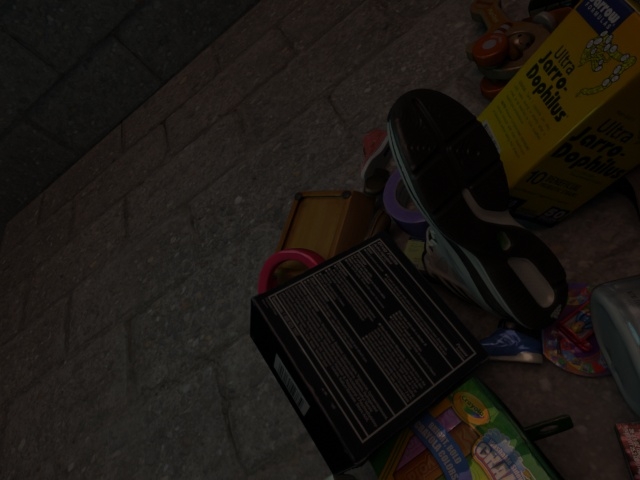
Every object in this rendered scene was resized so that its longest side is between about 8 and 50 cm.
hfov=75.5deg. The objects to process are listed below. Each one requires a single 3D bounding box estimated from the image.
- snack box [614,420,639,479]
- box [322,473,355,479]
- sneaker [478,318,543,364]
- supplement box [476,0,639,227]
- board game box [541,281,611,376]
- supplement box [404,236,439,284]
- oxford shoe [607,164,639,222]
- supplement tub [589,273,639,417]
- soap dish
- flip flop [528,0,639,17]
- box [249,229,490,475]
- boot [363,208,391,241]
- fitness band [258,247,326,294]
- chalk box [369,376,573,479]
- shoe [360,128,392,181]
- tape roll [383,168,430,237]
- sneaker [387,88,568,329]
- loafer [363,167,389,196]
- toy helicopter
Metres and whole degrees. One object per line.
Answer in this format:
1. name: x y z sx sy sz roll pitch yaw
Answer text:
1. snack box: 0.526 0.349 0.547 0.174 0.070 0.207 -16 56 26
2. box: -0.040 0.567 0.782 0.275 0.094 0.113 -41 47 8
3. sneaker: 0.332 0.185 0.781 0.151 0.058 0.085 -4 67 27
4. supplement box: 0.450 -0.213 0.740 0.357 0.193 0.196 125 146 -46
5. board game box: 0.461 0.146 0.718 0.133 0.033 0.169 2 64 21
6. supplement box: 0.235 0.045 0.935 0.083 0.056 0.083 10 69 37
7. oxford shoe: 0.570 -0.192 0.807 0.132 0.130 0.364 -33 49 21
8. supplement tub: 0.579 0.117 0.548 0.337 0.207 0.207 -18 55 18
9. soap dish: 0.000 0.000 1.080 0.228 0.118 0.291 4 67 35
10. flip flop: 0.659 -0.591 1.010 0.276 0.112 0.080 21 62 46
11. box: 0.072 0.188 0.741 0.293 0.183 0.296 -26 65 -24
12. boot: 0.141 0.076 0.966 0.115 0.112 0.306 8 74 19
13. fitness band: -0.050 0.163 0.971 0.208 0.054 0.292 -2 94 32
14. chalk box: 0.258 0.349 0.648 0.288 0.180 0.179 -40 43 6
15. shoe: 0.146 -0.242 1.166 0.081 0.063 0.178 21 71 42
16. tape roll: 0.253 -0.106 0.998 0.188 0.080 0.189 -17 55 26
17. sneaker: 0.219 -0.036 0.756 0.169 0.448 0.257 -38 10 -17
18. loafer: 0.148 -0.143 1.078 0.056 0.050 0.148 17 34 16
19. toy helicopter: 0.488 -0.550 1.071 0.234 0.140 0.356 -21 51 20
